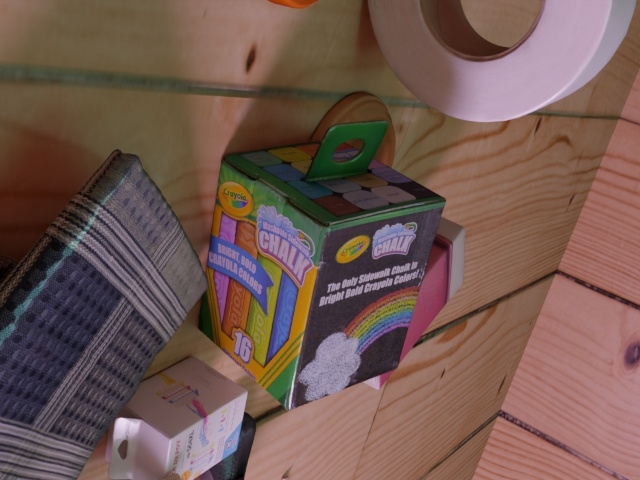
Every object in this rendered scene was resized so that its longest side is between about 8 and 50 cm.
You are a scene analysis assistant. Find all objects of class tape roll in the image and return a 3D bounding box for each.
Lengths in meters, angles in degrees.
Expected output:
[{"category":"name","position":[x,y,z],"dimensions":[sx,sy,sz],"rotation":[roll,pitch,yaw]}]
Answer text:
[{"category":"tape roll","position":[0.196,-0.279,0.893],"dimensions":[0.100,0.286,0.286],"rotation":[-26,135,-49]}]

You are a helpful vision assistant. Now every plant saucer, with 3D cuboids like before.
[{"category":"plant saucer","position":[0.041,-0.092,1.053],"dimensions":[0.200,0.037,0.200],"rotation":[-41,146,-36]}]

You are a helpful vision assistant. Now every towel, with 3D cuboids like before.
[{"category":"towel","position":[-0.221,0.103,0.695],"dimensions":[0.312,0.056,0.324],"rotation":[-57,167,-16]}]

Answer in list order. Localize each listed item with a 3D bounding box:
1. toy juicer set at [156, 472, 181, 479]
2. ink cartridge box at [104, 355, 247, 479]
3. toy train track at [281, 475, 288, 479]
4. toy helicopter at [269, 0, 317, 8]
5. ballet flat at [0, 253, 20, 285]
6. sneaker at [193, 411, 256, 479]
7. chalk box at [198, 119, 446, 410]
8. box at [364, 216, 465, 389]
[{"category":"toy juicer set","position":[-0.243,0.399,0.780],"dimensions":[0.089,0.209,0.329],"rotation":[103,-13,-64]},{"category":"ink cartridge box","position":[-0.165,0.209,0.895],"dimensions":[0.143,0.090,0.092],"rotation":[-25,134,-51]},{"category":"toy train track","position":[-0.066,0.426,1.341],"dimensions":[0.048,0.014,0.083],"rotation":[-14,120,-47]},{"category":"toy helicopter","position":[-0.103,-0.305,0.516],"dimensions":[0.355,0.140,0.235],"rotation":[-2,112,-58]},{"category":"ballet flat","position":[-0.306,0.109,0.596],"dimensions":[0.250,0.058,0.084],"rotation":[-51,151,-25]},{"category":"sneaker","position":[-0.110,0.378,1.057],"dimensions":[0.106,0.162,0.281],"rotation":[10,104,-62]},{"category":"chalk box","position":[0.000,0.000,0.881],"dimensions":[0.180,0.179,0.289],"rotation":[-12,124,-41]},{"category":"box","position":[0.083,0.065,1.140],"dimensions":[0.232,0.149,0.127],"rotation":[-47,148,-31]}]
